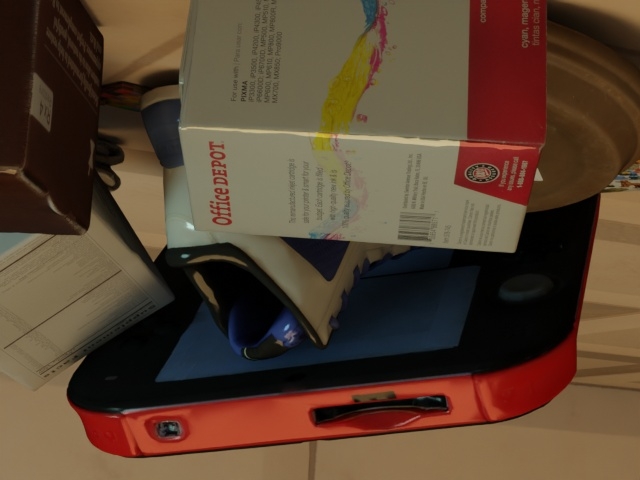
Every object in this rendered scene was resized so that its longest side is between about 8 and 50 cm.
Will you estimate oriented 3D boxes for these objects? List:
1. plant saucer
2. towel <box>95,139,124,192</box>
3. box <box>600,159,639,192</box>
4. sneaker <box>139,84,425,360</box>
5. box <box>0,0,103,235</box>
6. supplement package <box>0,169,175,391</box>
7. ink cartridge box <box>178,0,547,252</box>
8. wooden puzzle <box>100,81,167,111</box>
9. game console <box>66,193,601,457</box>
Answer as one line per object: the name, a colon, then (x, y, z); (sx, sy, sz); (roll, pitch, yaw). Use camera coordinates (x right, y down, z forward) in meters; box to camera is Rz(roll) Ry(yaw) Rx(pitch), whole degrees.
plant saucer: (0.071, -0.075, 1.123); (0.277, 0.041, 0.278); (8, 162, 3)
towel: (-0.317, -0.063, 1.471); (0.282, 0.049, 0.187); (-3, 169, 35)
box: (0.210, -0.070, 1.242); (0.233, 0.044, 0.159); (-3, 169, 35)
sneaker: (-0.001, 0.000, 1.317); (0.315, 0.182, 0.127); (8, 171, -38)
box: (-0.329, -0.090, 1.031); (0.381, 0.143, 0.191); (4, 170, 3)
supplement package: (-0.219, -0.005, 1.281); (0.139, 0.134, 0.244); (-33, 160, -1)
ink cartridge box: (0.021, -0.079, 0.922); (0.176, 0.127, 0.128); (3, 156, 0)
wooden puzzle: (-0.136, -0.102, 1.290); (0.049, 0.006, 0.083); (11, 168, -40)
game console: (0.019, 0.047, 1.409); (0.386, 0.060, 0.342); (-7, -154, 16)
